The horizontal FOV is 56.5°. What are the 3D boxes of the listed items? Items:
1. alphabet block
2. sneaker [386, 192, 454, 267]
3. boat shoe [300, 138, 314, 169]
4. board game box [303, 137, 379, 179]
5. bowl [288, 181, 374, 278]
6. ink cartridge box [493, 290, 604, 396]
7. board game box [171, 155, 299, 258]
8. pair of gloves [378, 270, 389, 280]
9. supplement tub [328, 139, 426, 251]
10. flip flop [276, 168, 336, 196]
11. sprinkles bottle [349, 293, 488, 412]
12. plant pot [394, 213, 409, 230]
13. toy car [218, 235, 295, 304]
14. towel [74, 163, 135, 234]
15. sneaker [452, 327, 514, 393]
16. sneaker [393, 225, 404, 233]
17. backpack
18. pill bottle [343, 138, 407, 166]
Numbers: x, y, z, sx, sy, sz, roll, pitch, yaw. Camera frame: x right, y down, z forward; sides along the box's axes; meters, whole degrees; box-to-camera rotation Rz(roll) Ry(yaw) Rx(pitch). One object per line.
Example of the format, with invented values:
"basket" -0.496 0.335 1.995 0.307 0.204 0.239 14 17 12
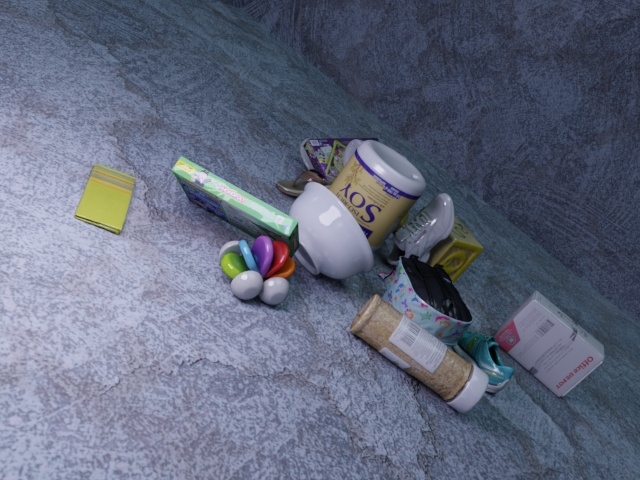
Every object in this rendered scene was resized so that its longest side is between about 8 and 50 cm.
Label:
"alphabet block" 0.426 0.019 2.147 0.192 0.193 0.197 11 34 -42
"sneaker" 0.329 -0.022 1.960 0.152 0.305 0.114 10 29 -37
"boat shoe" 0.043 -0.269 2.280 0.302 0.114 0.091 52 26 5
"board game box" 0.119 -0.288 2.226 0.347 0.056 0.208 -8 61 -38
"bowl" 0.000 0.000 1.609 0.298 0.134 0.298 48 -17 20
"ink cartridge box" 0.753 0.341 1.972 0.283 0.207 0.117 41 26 11
"board game box" -0.199 -0.074 1.459 0.317 0.046 0.213 30 -15 6
"pair of gloves" 0.277 0.158 1.901 0.198 0.023 0.159 7 37 -47
"supplement tub" 0.136 -0.112 1.824 0.241 0.331 0.241 29 24 -15
"flip flop" -0.010 -0.200 1.988 0.277 0.080 0.112 -3 25 -3
"sprinkles bottle" 0.247 0.283 1.503 0.355 0.121 0.121 36 24 1
"plant pot" 0.187 -0.108 2.052 0.187 0.212 0.212 56 22 -4
"toy car" -0.139 0.053 1.388 0.182 0.136 0.159 16 31 -38
"towel" -0.485 -0.098 1.352 0.102 0.021 0.237 20 29 -21
"sneaker" 0.474 0.319 1.759 0.107 0.110 0.275 16 30 -38
"sneaker" 0.255 -0.087 2.282 0.158 0.061 0.065 43 31 17
"backpack" 0.295 0.184 1.663 0.225 0.191 0.253 22 20 -24
"pill bottle" 0.204 -0.286 2.165 0.222 0.124 0.124 9 34 -29
